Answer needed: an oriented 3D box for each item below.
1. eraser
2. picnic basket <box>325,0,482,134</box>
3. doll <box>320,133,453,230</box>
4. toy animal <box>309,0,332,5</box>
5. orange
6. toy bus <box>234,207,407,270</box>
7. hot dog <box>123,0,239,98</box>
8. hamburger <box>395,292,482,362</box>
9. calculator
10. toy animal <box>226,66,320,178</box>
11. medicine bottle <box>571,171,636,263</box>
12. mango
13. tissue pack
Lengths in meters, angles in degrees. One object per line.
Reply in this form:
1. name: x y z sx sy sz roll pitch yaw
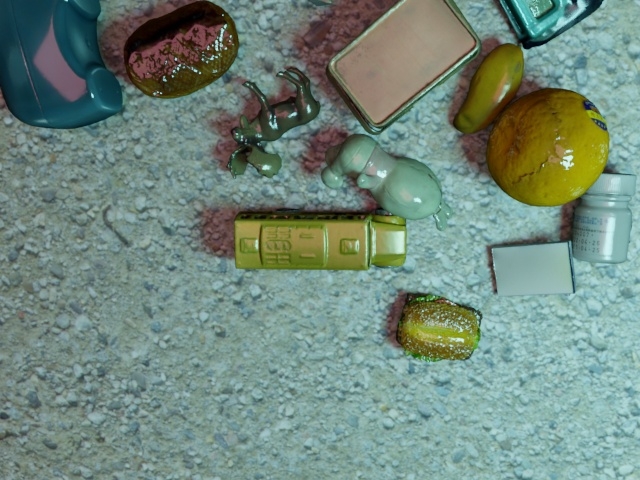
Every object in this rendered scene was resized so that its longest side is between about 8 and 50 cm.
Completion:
1. eraser: 0.413 0.057 1.358 0.150 0.023 0.103 -5 99 30
2. picnic basket: 0.151 -0.333 1.294 0.267 0.139 0.165 -39 93 9
3. doll: 0.134 -0.117 1.326 0.275 0.155 0.113 25 129 4
4. toy animal: 0.028 -0.536 1.309 0.188 0.089 0.179 7 84 9
5. orange: 0.408 -0.166 1.259 0.219 0.193 0.219 -17 64 39
6. toy bus: 0.000 0.000 1.364 0.336 0.123 0.121 1 98 5
7. hot dog: -0.264 -0.368 1.344 0.227 0.099 0.160 -19 96 6
8. hamburger: 0.236 0.181 1.387 0.166 0.087 0.137 13 99 3
9. calculator: 0.434 -0.521 1.259 0.274 0.058 0.248 -34 110 7
10. toy animal: -0.099 -0.223 1.356 0.214 0.094 0.186 -19 104 -1
11. medicine bottle: 0.534 -0.045 1.322 0.105 0.105 0.168 4 99 4
12. mango: 0.320 -0.283 1.315 0.075 0.098 0.190 20 108 -39
13. tissue pack: -0.514 -0.352 1.317 0.206 0.198 0.287 -13 99 5
